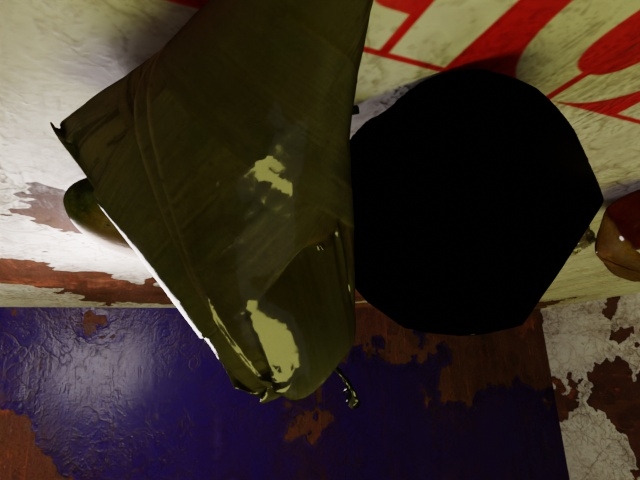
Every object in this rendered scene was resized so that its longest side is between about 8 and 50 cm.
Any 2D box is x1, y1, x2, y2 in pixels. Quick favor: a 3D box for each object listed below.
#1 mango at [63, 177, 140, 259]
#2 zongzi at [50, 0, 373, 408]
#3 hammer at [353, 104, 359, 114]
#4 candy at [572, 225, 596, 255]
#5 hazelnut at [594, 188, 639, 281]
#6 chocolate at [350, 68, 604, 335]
[{"bbox_3d":[-0.277,-0.032,0.726,0.221,0.120,0.151,13,155,-27],"label":"mango"},{"bbox_3d":[0.000,0.000,0.413,0.418,0.447,0.181,-25,-168,40],"label":"zongzi"},{"bbox_3d":[0.018,-0.176,0.457,0.062,0.013,0.199,-2,165,-3],"label":"hammer"},{"bbox_3d":[0.499,-0.020,0.958,0.095,0.110,0.085,-28,155,22],"label":"candy"},{"bbox_3d":[0.632,-0.020,0.886,0.181,0.181,0.212,20,168,25],"label":"hazelnut"},{"bbox_3d":[0.165,-0.036,0.554,0.283,0.284,0.186,-12,168,28],"label":"chocolate"}]
